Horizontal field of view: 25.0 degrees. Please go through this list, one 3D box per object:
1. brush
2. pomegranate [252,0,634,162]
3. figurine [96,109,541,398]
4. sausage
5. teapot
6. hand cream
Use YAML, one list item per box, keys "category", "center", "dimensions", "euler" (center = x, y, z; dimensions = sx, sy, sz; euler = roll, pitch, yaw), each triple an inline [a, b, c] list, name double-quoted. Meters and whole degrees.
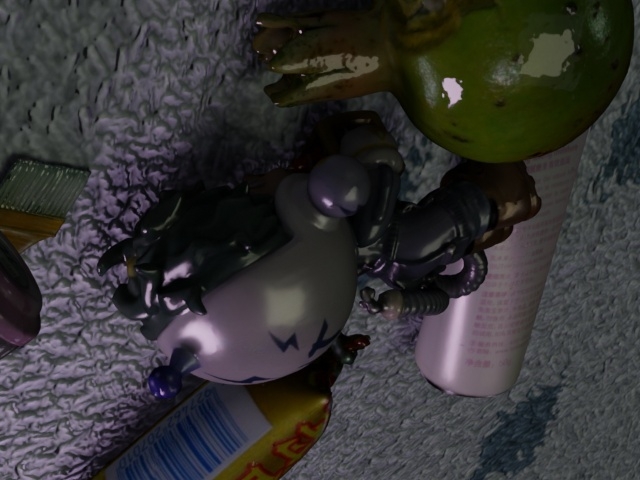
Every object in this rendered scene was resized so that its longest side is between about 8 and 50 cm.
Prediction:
- category: "brush"
  center: [-0.255, 0.030, 1.097]
  dimensions: [0.082, 0.010, 0.218]
  euler: [13, 115, -56]
- category: "pomegranate"
  center: [0.099, -0.164, 1.147]
  dimensions: [0.302, 0.236, 0.236]
  euler: [-19, 144, -2]
- category: "figurine"
  center: [0.000, -0.003, 1.205]
  dimensions: [0.382, 0.186, 0.261]
  euler: [-22, 154, -29]
- category: "sausage"
  center: [-0.079, 0.183, 1.325]
  dimensions: [0.317, 0.117, 0.125]
  euler: [-40, 180, 7]
- category: "teapot"
  center: [-0.278, 0.050, 1.021]
  dimensions: [0.146, 0.116, 0.148]
  euler: [-36, -171, 3]
- category: "hand cream"
  center: [0.191, 0.000, 1.537]
  dimensions: [0.185, 0.118, 0.358]
  euler: [-12, 126, -39]
